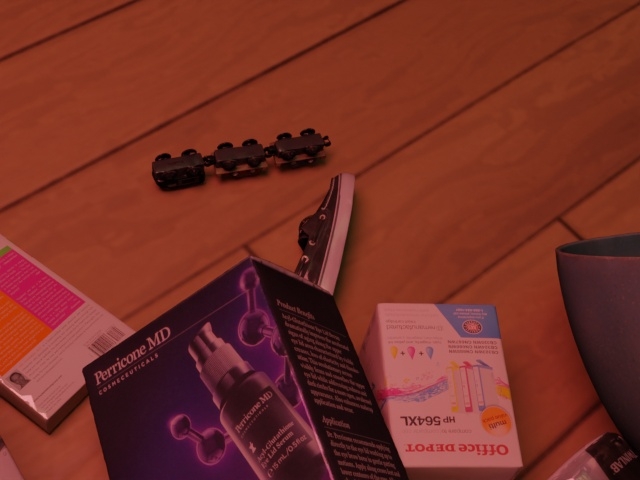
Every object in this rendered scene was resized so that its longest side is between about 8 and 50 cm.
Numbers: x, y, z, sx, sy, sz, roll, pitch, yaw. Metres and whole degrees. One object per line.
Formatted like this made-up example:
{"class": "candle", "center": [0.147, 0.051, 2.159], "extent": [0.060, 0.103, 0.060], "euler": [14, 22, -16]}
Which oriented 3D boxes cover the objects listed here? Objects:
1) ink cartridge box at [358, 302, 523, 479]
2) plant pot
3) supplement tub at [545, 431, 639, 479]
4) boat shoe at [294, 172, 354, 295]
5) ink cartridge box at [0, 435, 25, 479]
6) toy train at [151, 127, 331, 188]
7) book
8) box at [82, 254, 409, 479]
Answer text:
{"class": "ink cartridge box", "center": [0.083, 0.128, 0.694], "extent": [0.092, 0.090, 0.143], "euler": [1, 55, -9]}
{"class": "plant pot", "center": [0.319, 0.092, 0.676], "extent": [0.290, 0.290, 0.196], "euler": [-6, 94, -13]}
{"class": "supplement tub", "center": [0.216, 0.231, 0.631], "extent": [0.117, 0.117, 0.190], "euler": [-30, 66, -26]}
{"class": "boat shoe", "center": [0.000, 0.000, 0.794], "extent": [0.040, 0.049, 0.142], "euler": [13, 57, 0]}
{"class": "ink cartridge box", "center": [-0.245, 0.157, 0.522], "extent": [0.218, 0.092, 0.158], "euler": [66, 23, -9]}
{"class": "toy train", "center": [-0.067, -0.069, 0.837], "extent": [0.158, 0.036, 0.027], "euler": [-12, 63, -15]}
{"class": "book", "center": [-0.224, 0.063, 0.724], "extent": [0.144, 0.035, 0.096], "euler": [34, 54, 13]}
{"class": "box", "center": [-0.042, 0.141, 0.614], "extent": [0.153, 0.108, 0.207], "euler": [-35, 59, 17]}
